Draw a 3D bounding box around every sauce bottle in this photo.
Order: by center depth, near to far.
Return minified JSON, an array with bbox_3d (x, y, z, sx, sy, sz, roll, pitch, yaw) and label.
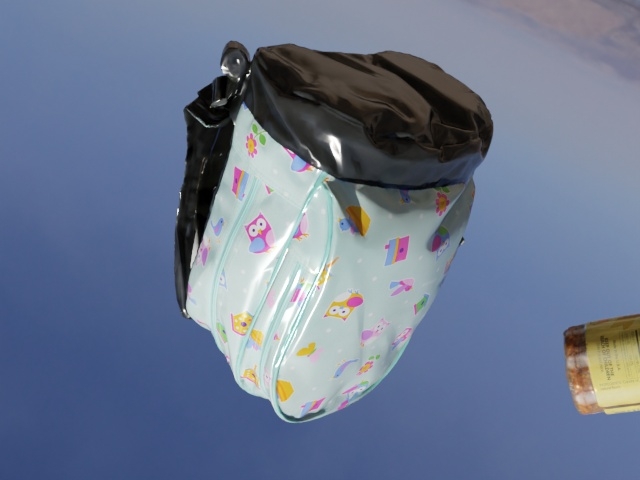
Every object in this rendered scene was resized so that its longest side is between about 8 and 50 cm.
[{"bbox_3d":[0.166,0.045,0.360,0.128,0.042,0.042,-11,-175,20],"label":"sauce bottle"}]

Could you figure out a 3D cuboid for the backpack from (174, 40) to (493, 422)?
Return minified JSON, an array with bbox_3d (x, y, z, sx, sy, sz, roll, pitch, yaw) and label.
[{"bbox_3d":[0.000,0.000,0.450,0.152,0.182,0.115,-2,-142,-39],"label":"backpack"}]
